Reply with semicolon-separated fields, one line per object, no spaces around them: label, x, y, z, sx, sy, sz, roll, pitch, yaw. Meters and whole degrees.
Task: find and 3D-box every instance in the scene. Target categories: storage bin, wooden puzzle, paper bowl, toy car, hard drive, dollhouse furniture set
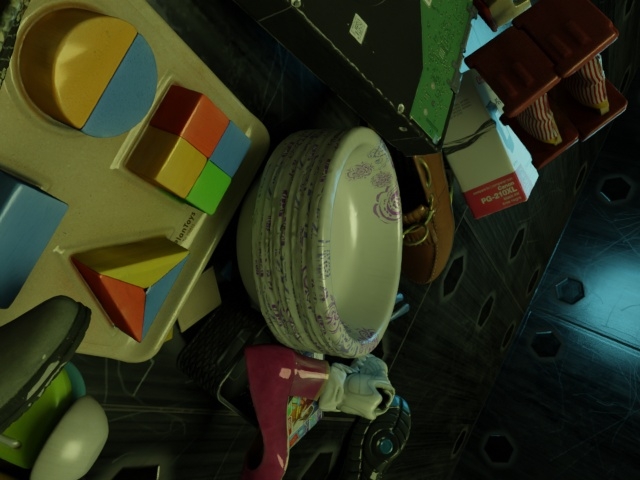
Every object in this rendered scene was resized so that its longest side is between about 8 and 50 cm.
storage bin;-0.102;0.179;0.724;0.122;0.084;0.180;-53;145;-20
wooden puzzle;-0.159;0.074;0.644;0.116;0.014;0.079;-31;137;-42
paper bowl;0.000;0.000;0.659;0.284;0.147;0.285;-10;101;-63
wooden puzzle;-0.197;-0.048;0.453;0.322;0.080;0.348;-62;147;-6
toy car;-0.275;0.177;0.447;0.182;0.159;0.136;-64;-178;-3
hard drive;0.056;-0.279;0.574;0.338;0.064;0.237;29;72;-40
dollhouse furniture set;0.279;-0.316;0.773;0.152;0.374;0.201;-36;147;20

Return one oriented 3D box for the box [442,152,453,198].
box;0.216;-0.069;1.011;0.058;0.087;0.233;-61;155;-47

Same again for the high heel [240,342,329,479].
high heel;-0.087;0.242;0.666;0.117;0.082;0.244;19;112;-22

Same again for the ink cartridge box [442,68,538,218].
ink cartridge box;0.288;-0.183;0.911;0.172;0.100;0.237;-37;102;-55

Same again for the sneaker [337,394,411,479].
sneaker;0.107;0.533;1.239;0.341;0.125;0.140;-59;173;-16

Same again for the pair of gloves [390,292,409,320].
pair of gloves;0.036;0.111;0.792;0.159;0.198;0.023;-36;117;-53

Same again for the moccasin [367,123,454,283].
moccasin;0.152;-0.071;0.879;0.147;0.139;0.380;-41;139;-33

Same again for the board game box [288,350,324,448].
board game box;-0.047;0.279;0.906;0.136;0.035;0.202;-31;133;-42

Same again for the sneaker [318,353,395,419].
sneaker;0.096;0.298;1.021;0.292;0.118;0.110;11;93;-68

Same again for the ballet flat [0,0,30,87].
ballet flat;-0.174;-0.216;0.242;0.163;0.182;0.484;17;90;-42

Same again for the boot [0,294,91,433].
boot;-0.289;0.079;0.312;0.246;0.083;0.161;-37;114;-10
